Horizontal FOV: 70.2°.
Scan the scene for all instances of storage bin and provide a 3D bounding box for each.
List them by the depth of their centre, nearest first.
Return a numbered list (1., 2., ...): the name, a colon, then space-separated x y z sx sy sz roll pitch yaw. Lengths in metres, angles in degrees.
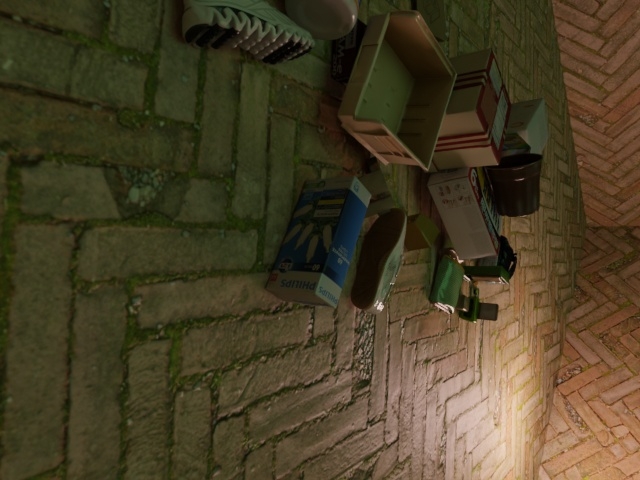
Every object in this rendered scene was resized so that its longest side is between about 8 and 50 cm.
1. storage bin: 0.183 -0.339 1.059 0.260 0.123 0.263 26 80 -51

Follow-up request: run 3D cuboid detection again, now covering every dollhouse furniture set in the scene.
1. dollhouse furniture set: 0.107 -0.124 1.145 0.151 0.123 0.144 -95 160 -58
2. dollhouse furniture set: 0.513 0.160 1.546 0.301 0.151 0.198 30 67 -46

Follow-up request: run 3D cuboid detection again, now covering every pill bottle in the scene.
1. pill bottle: 0.028 -0.579 0.950 0.152 0.152 0.272 30 68 -47

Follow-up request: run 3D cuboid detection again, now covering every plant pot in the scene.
1. plant pot: 0.282 -0.030 1.324 0.083 0.081 0.081 55 50 -20
2. plant pot: 0.612 -0.170 1.423 0.167 0.166 0.165 -36 117 -45

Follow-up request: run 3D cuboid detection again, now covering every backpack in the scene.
1. backpack: 0.693 0.088 1.798 0.152 0.115 0.182 41 60 -29

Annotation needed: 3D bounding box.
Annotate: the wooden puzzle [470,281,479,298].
1. wooden puzzle: 0.600 0.215 1.762 0.078 0.014 0.117 -3 93 -51

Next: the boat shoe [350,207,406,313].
1. boat shoe: 0.161 0.054 1.163 0.096 0.098 0.277 35 72 -45

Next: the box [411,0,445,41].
1. box: 0.342 -0.736 1.439 0.201 0.021 0.165 -9 97 -50

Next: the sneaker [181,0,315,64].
1. sneaker: -0.117 -0.398 0.816 0.292 0.110 0.119 -10 89 -51

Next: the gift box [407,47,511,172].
1. gift box: 0.372 -0.361 1.287 0.255 0.258 0.277 49 53 -40

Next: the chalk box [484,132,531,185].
1. chalk box: 0.579 -0.274 1.554 0.132 0.212 0.133 -89 173 -56

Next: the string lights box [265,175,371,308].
1. string lights box: 0.000 0.000 0.929 0.076 0.133 0.260 42 59 -43

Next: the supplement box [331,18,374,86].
1. supplement box: 0.128 -0.433 1.133 0.239 0.073 0.131 6 87 -51

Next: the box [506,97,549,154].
1. box: 0.730 -0.398 1.758 0.345 0.214 0.168 -45 123 -43

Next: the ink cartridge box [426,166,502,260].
1. ink cartridge box: 0.475 -0.143 1.460 0.310 0.130 0.272 58 39 -29
